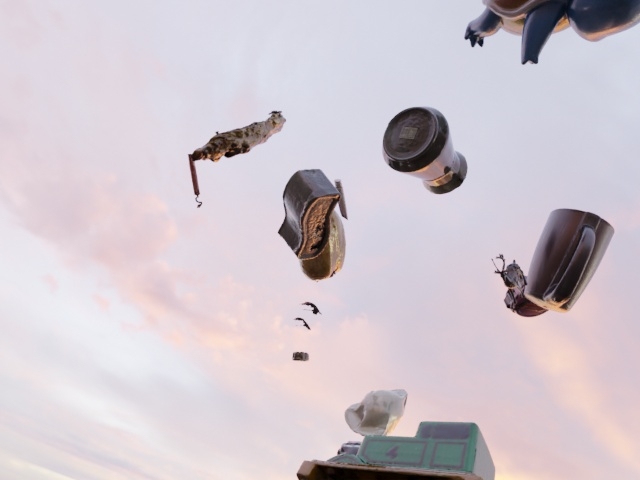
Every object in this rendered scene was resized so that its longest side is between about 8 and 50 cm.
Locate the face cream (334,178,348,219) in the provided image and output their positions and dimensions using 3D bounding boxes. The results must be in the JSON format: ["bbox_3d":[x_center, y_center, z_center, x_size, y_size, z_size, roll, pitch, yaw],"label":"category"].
[{"bbox_3d":[0.057,-0.110,1.170,0.038,0.020,0.115,36,-35,56],"label":"face cream"}]

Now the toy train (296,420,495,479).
[{"bbox_3d":[0.078,0.239,0.410,0.228,0.136,0.091,-14,-72,35],"label":"toy train"}]

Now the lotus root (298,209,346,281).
[{"bbox_3d":[0.000,0.000,1.321,0.146,0.160,0.283,4,-62,23],"label":"lotus root"}]

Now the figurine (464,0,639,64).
[{"bbox_3d":[0.477,-0.526,0.928,0.416,0.298,0.242,49,-27,26],"label":"figurine"}]

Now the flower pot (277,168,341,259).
[{"bbox_3d":[-0.034,-0.061,1.098,0.103,0.108,0.229,-15,-40,-28],"label":"flower pot"}]

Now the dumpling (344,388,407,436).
[{"bbox_3d":[0.157,0.486,1.237,0.152,0.229,0.124,-4,-82,37],"label":"dumpling"}]

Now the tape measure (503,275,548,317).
[{"bbox_3d":[0.559,0.144,1.152,0.119,0.074,0.125,9,-49,-10],"label":"tape measure"}]

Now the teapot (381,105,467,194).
[{"bbox_3d":[0.259,-0.222,1.102,0.203,0.170,0.225,28,1,41],"label":"teapot"}]

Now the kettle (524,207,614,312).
[{"bbox_3d":[0.580,0.053,1.013,0.144,0.232,0.202,26,-9,9],"label":"kettle"}]

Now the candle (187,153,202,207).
[{"bbox_3d":[-0.376,-0.178,1.304,0.021,0.167,0.026,-10,-8,-18],"label":"candle"}]

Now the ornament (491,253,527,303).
[{"bbox_3d":[0.375,0.064,0.859,0.028,0.073,0.125,-10,-46,47],"label":"ornament"}]

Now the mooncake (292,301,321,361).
[{"bbox_3d":[-0.052,0.287,1.259,0.151,0.057,0.346,7,-38,-23],"label":"mooncake"}]

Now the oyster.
[{"bbox_3d":[-0.214,-0.274,1.198,0.129,0.345,0.078,-26,-81,45],"label":"oyster"}]
